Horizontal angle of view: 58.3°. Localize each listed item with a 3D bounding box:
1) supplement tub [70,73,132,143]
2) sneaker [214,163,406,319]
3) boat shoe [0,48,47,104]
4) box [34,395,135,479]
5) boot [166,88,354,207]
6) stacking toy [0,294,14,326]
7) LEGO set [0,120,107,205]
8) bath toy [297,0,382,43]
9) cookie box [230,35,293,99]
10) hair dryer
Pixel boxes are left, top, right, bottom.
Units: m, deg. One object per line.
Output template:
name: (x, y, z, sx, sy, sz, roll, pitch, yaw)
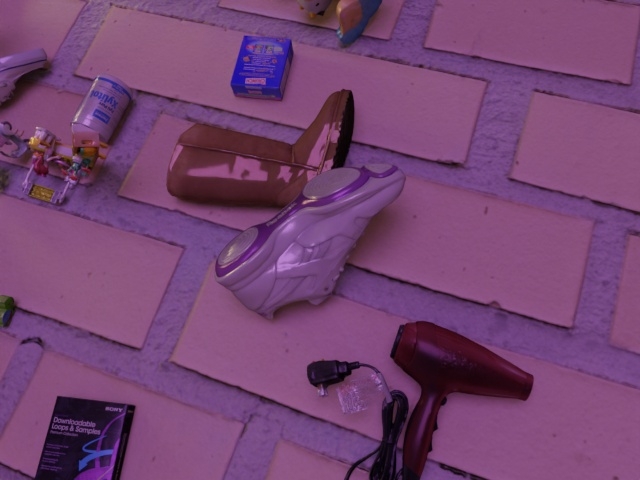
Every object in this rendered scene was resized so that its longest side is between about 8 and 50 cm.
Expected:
supplement tub: (-0.387, -0.234, 1.018, 0.071, 0.071, 0.107, 15, 71, 13)
sneaker: (0.000, 0.000, 0.842, 0.305, 0.152, 0.114, -33, 28, 5)
boat shoe: (-0.614, -0.289, 1.071, 0.226, 0.075, 0.083, -26, 23, -15)
box: (-0.341, 0.310, 0.820, 0.116, 0.029, 0.162, 3, 68, 9)
boot: (-0.095, -0.161, 0.942, 0.270, 0.089, 0.236, 11, 70, 13)
stacking toy: (-0.600, 0.168, 0.898, 0.167, 0.052, 0.221, 13, 70, 12)
LEGO set: (-0.436, -0.121, 0.947, 0.287, 0.132, 0.107, 11, 75, 35)
bath toy: (-0.037, -0.514, 1.055, 0.151, 0.129, 0.348, -30, 67, -32)
cookie box: (-0.104, -0.309, 1.025, 0.092, 0.040, 0.107, 8, 70, 10)
hair dryer: (0.144, 0.223, 0.783, 0.294, 0.080, 0.223, -21, 83, 5)
